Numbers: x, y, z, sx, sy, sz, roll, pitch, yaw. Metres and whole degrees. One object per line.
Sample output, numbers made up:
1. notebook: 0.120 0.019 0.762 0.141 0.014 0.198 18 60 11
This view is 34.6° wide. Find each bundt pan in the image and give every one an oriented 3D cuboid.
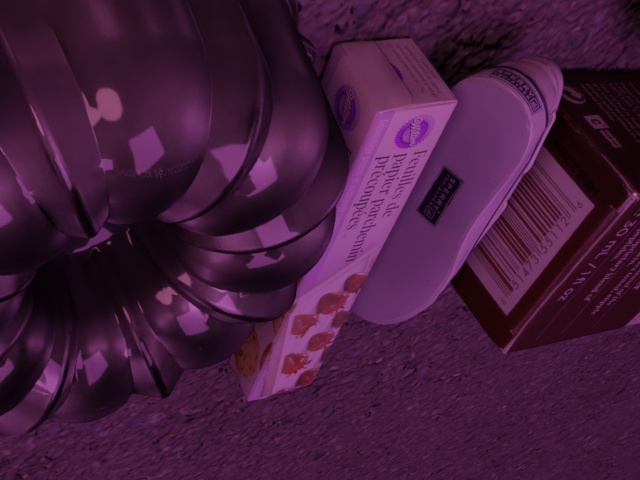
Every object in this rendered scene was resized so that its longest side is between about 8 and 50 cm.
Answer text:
1. bundt pan: -0.125 -0.008 0.561 0.331 0.124 0.330 -22 148 -15

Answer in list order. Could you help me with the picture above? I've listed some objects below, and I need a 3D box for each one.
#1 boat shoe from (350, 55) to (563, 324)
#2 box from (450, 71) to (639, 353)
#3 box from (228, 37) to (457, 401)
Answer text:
1. boat shoe: 0.095 -0.030 0.753 0.084 0.095 0.258 -34 169 -44
2. box: 0.297 -0.033 0.884 0.382 0.143 0.191 -9 143 -36
3. box: 0.000 0.000 0.741 0.063 0.067 0.324 -12 146 -30
